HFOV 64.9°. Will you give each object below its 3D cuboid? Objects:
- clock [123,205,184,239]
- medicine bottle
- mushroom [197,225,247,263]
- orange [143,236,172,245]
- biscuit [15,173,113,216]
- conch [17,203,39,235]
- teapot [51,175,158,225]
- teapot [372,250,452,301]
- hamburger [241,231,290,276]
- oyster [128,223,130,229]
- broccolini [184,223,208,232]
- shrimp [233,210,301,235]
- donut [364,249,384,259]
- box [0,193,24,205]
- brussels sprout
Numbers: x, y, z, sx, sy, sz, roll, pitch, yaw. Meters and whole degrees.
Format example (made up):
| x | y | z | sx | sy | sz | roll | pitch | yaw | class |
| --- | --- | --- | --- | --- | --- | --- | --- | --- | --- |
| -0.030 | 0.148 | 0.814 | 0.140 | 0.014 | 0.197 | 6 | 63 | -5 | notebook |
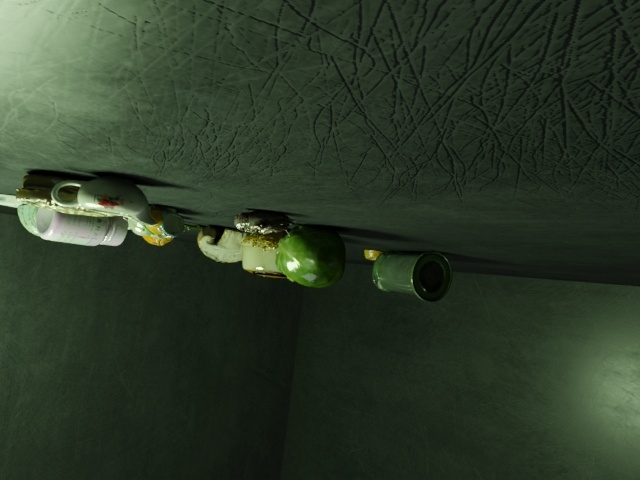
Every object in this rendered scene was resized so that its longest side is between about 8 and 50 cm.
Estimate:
| x | y | z | sx | sy | sz | roll | pitch | yaw | class |
| --- | --- | --- | --- | --- | --- | --- | --- | --- | --- |
| -0.532 | -0.058 | 1.630 | 0.144 | 0.104 | 0.231 | 8 | 174 | 12 | clock |
| -0.789 | -0.061 | 1.679 | 0.151 | 0.152 | 0.254 | 3 | 175 | 39 | medicine bottle |
| -0.414 | -0.003 | 2.129 | 0.285 | 0.156 | 0.151 | 13 | -159 | -45 | mushroom |
| -0.588 | -0.041 | 1.834 | 0.135 | 0.118 | 0.135 | 14 | 173 | 2 | orange |
| -0.618 | -0.108 | 1.255 | 0.258 | 0.080 | 0.259 | 8 | 176 | 1 | biscuit |
| -0.977 | -0.073 | 1.804 | 0.172 | 0.131 | 0.200 | -12 | 174 | -16 | conch |
| -0.471 | -0.095 | 1.121 | 0.226 | 0.093 | 0.145 | 10 | 172 | -19 | teapot |
| 0.389 | 0.127 | 2.130 | 0.270 | 0.201 | 0.337 | -27 | -167 | -24 | teapot |
| -0.163 | 0.046 | 1.900 | 0.275 | 0.179 | 0.294 | 5 | 172 | -3 | hamburger |
| -0.839 | -0.075 | 2.163 | 0.124 | 0.064 | 0.177 | 4 | 178 | -9 | oyster |
| -0.584 | -0.055 | 2.107 | 0.123 | 0.062 | 0.271 | 16 | -175 | 41 | broccolini |
| -0.145 | -0.047 | 1.385 | 0.190 | 0.075 | 0.073 | -3 | 143 | -1 | shrimp |
| 0.251 | 0.067 | 2.375 | 0.097 | 0.043 | 0.108 | 6 | 171 | 10 | donut |
| -1.118 | -0.143 | 1.858 | 0.154 | 0.040 | 0.084 | 5 | 173 | 15 | box |
| -0.031 | 0.051 | 1.620 | 0.243 | 0.245 | 0.244 | 7 | 176 | 1 | brussels sprout |
